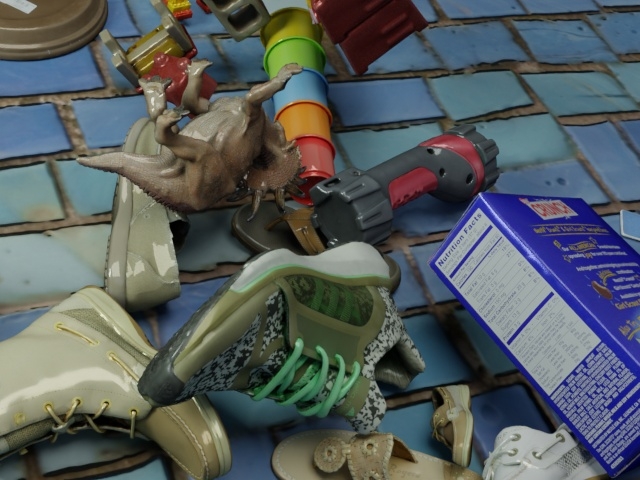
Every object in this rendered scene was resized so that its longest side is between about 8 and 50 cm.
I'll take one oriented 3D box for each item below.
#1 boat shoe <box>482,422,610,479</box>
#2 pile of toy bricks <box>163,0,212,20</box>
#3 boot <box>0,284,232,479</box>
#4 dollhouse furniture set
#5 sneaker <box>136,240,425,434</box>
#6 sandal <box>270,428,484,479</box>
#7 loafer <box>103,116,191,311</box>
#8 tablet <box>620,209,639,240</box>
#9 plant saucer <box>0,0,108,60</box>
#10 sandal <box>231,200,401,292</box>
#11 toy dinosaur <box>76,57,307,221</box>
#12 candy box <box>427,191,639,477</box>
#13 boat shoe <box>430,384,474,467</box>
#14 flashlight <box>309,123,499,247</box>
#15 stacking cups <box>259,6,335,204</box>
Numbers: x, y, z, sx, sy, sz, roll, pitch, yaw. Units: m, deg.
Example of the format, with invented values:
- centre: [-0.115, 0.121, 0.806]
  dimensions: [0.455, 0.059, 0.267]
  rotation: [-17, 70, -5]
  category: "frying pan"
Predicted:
- centre: [0.207, 0.238, 1.067]
  dimensions: [0.277, 0.098, 0.096]
  rotation: [-7, 56, -49]
  category: "boat shoe"
- centre: [-0.235, -0.429, 1.569]
  dimensions: [0.118, 0.105, 0.212]
  rotation: [-23, 59, -34]
  category: "pile of toy bricks"
- centre: [-0.231, 0.172, 1.011]
  dimensions: [0.203, 0.095, 0.262]
  rotation: [-28, 60, -37]
  category: "boot"
- centre: [-0.079, -0.277, 1.383]
  dimensions: [0.374, 0.152, 0.201]
  rotation: [-34, 54, 7]
  category: "dollhouse furniture set"
- centre: [-0.005, 0.113, 1.038]
  dimensions: [0.182, 0.158, 0.410]
  rotation: [50, 29, 16]
  category: "sneaker"
- centre: [0.074, 0.226, 1.072]
  dimensions: [0.240, 0.079, 0.088]
  rotation: [16, 45, -3]
  category: "sandal"
- centre: [-0.197, -0.027, 1.215]
  dimensions: [0.092, 0.102, 0.268]
  rotation: [9, 55, -12]
  category: "loafer"
- centre: [0.464, -0.014, 1.479]
  dimensions: [0.083, 0.006, 0.054]
  rotation: [17, 45, -3]
  category: "tablet"
- centre: [-0.440, -0.356, 1.481]
  dimensions: [0.278, 0.041, 0.278]
  rotation: [10, 46, -10]
  category: "plant saucer"
- centre: [0.000, 0.000, 1.274]
  dimensions: [0.219, 0.060, 0.090]
  rotation: [25, 45, 5]
  category: "sandal"
- centre: [-0.117, -0.090, 1.183]
  dimensions: [0.296, 0.200, 0.127]
  rotation: [-30, 40, -33]
  category: "toy dinosaur"
- centre: [0.313, 0.091, 1.191]
  dimensions: [0.268, 0.122, 0.317]
  rotation: [-1, 46, -51]
  category: "candy box"
- centre: [0.141, 0.200, 1.129]
  dimensions: [0.045, 0.050, 0.135]
  rotation: [4, 19, 3]
  category: "boat shoe"
- centre: [0.115, -0.062, 1.317]
  dimensions: [0.103, 0.103, 0.304]
  rotation: [15, 29, 33]
  category: "flashlight"
- centre: [-0.032, -0.180, 1.427]
  dimensions: [0.096, 0.096, 0.316]
  rotation: [6, 51, -13]
  category: "stacking cups"
